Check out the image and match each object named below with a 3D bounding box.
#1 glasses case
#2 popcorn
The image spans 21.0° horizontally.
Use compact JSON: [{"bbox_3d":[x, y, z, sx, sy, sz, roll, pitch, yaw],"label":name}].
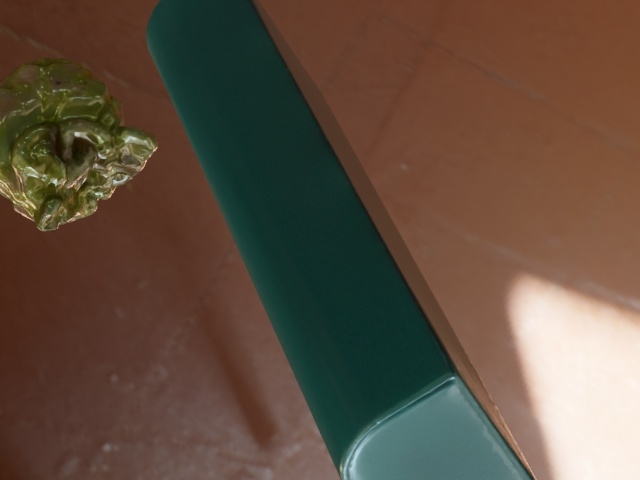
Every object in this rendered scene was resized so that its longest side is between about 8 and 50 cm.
[{"bbox_3d":[0.000,0.001,0.796,0.070,0.301,0.117,-33,135,4],"label":"glasses case"},{"bbox_3d":[-0.156,-0.057,0.995,0.109,0.089,0.097,16,93,-32],"label":"popcorn"}]
